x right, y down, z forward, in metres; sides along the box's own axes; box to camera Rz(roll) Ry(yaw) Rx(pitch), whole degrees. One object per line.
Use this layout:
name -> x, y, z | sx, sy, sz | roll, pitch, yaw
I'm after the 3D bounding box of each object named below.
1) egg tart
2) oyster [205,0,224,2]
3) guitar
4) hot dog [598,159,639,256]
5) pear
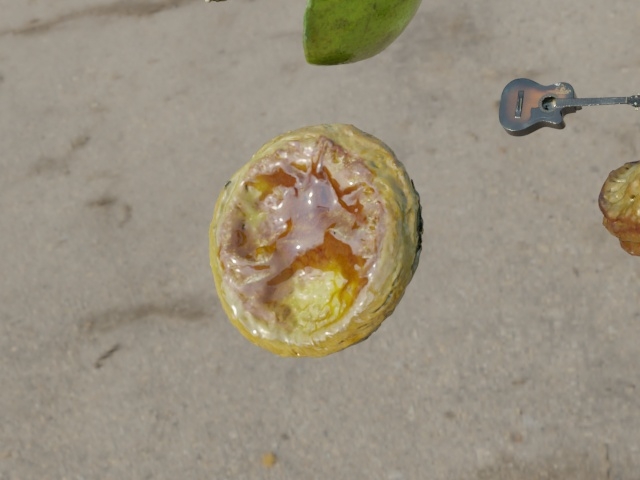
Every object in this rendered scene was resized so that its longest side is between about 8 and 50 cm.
egg tart -> 0.000, 0.000, 1.954 | 0.443, 0.443, 0.178 | 8, -7, 30
oyster -> -0.150, -0.395, 1.552 | 0.080, 0.083, 0.038 | -27, 3, -42
guitar -> 0.377, -0.200, 1.555 | 0.233, 0.025, 0.088 | 1, 70, 27
hot dog -> 0.340, -0.057, 0.842 | 0.175, 0.114, 0.259 | -25, -8, -21
pear -> 0.064, -0.372, 1.612 | 0.139, 0.288, 0.239 | 27, 49, 17
